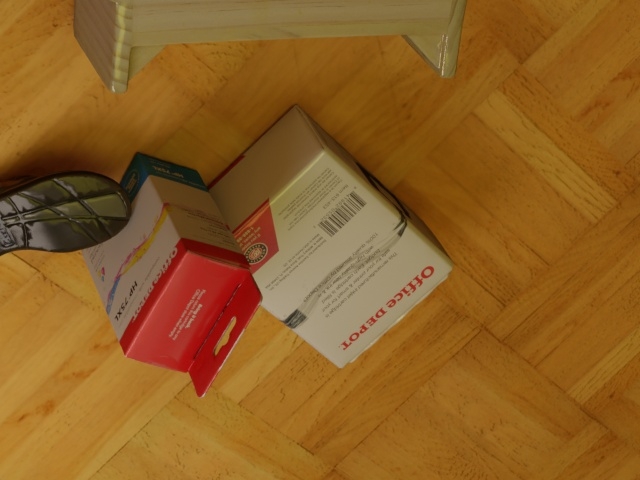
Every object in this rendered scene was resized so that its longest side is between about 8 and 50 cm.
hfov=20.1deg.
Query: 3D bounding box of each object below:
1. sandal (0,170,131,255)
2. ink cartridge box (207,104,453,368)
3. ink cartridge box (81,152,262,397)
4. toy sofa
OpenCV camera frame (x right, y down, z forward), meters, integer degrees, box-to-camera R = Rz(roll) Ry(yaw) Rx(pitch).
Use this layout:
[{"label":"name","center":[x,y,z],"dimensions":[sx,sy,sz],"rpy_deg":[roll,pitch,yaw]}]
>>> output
[{"label":"sandal","center":[-0.298,-0.025,1.797],"dimensions":[0.219,0.060,0.090],"rpy_deg":[-17,124,6]},{"label":"ink cartridge box","center":[0.000,0.000,1.911],"dimensions":[0.172,0.100,0.237],"rpy_deg":[-42,128,9]},{"label":"ink cartridge box","center":[-0.149,0.033,1.784],"dimensions":[0.078,0.231,0.134],"rpy_deg":[18,114,-32]},{"label":"toy sofa","center":[-0.044,-0.252,1.683],"dimensions":[0.362,0.150,0.177],"rpy_deg":[-5,120,-20]}]
